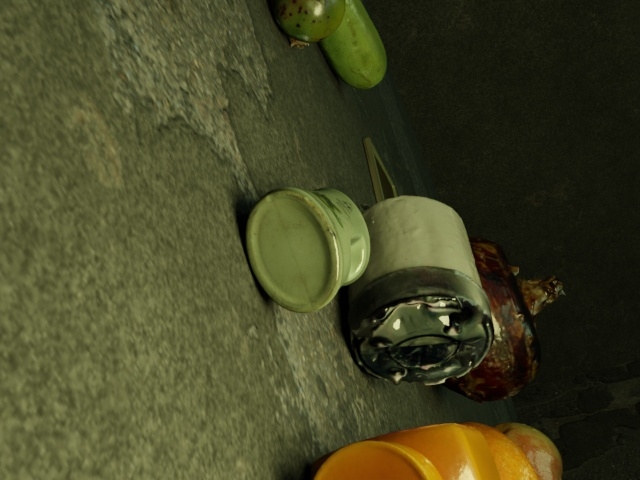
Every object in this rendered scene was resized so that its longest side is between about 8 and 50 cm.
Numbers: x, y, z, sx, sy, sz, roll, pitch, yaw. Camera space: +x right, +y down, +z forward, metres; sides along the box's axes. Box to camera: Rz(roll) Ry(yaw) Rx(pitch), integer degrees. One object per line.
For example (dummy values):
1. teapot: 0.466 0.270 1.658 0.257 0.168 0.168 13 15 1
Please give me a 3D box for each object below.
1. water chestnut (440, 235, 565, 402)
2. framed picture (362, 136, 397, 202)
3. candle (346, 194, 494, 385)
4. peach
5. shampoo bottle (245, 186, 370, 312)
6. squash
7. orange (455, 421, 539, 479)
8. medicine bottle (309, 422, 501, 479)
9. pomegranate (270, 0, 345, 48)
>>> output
1. water chestnut: 0.331 0.144 1.367 0.350 0.302 0.351 -16 90 -79
2. framed picture: 0.160 -0.061 1.553 0.211 0.020 0.290 50 25 -55
3. candle: 0.120 0.036 0.966 0.330 0.187 0.187 -94 159 -48
4. peach: 0.392 0.486 1.450 0.232 0.232 0.233 -19 90 -76
5. shampoo bottle: 0.000 0.000 0.742 0.234 0.087 0.118 -19 88 -76
6. squash: 0.028 -0.442 1.355 0.371 0.118 0.118 52 23 -44
7. orange: 0.173 0.329 0.818 0.224 0.170 0.224 38 37 -36
8. medicine bottle: 0.074 0.228 0.606 0.222 0.149 0.112 39 34 -64
9. pomegranate: -0.024 -0.366 1.079 0.130 0.130 0.130 -19 90 -76
